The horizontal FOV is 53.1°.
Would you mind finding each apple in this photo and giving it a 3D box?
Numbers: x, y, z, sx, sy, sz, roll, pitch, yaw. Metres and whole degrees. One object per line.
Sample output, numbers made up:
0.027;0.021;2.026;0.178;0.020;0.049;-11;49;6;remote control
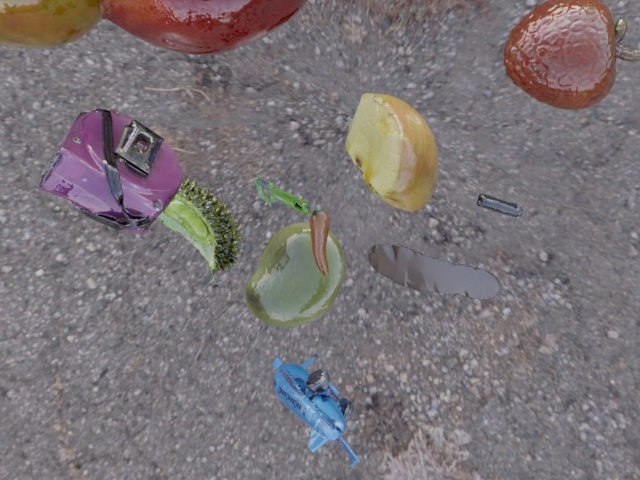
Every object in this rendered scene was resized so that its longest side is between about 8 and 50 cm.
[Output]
0.219;-0.253;1.861;0.252;0.309;0.314;-38;141;4;apple

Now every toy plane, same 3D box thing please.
-0.017;0.273;1.112;0.105;0.271;0.254;-36;115;-4;toy plane

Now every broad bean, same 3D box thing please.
-0.052;0.078;1.305;0.189;0.121;0.263;50;131;14;broad bean

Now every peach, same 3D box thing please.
-0.476;-0.474;1.045;0.307;0.332;0.308;18;134;20;peach
-0.159;-0.416;0.949;0.361;0.201;0.258;-26;108;-12;peach

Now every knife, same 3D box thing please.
-0.072;-0.074;1.185;0.015;0.212;0.054;-16;112;-26;knife

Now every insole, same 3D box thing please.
0.249;0.073;1.453;0.327;0.007;0.111;13;123;33;insole

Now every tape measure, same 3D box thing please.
-0.194;-0.065;0.611;0.118;0.125;0.074;32;122;-27;tape measure

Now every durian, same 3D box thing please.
-0.366;-0.062;1.918;0.352;0.158;0.169;45;108;-6;durian

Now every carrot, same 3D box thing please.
0.000;0.000;1.149;0.035;0.035;0.142;-1;115;3;carrot

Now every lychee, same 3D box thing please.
0.569;-0.420;1.447;0.299;0.255;0.255;-5;101;20;lychee

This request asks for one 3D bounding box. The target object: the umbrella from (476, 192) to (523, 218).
0.444;-0.086;1.586;0.133;0.031;0.036;15;109;-22;umbrella
